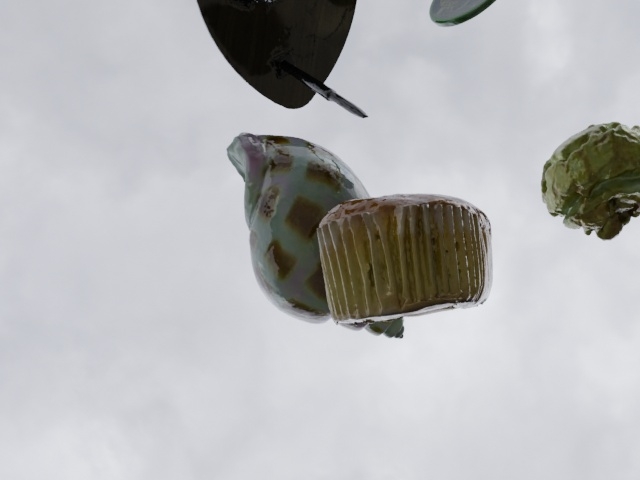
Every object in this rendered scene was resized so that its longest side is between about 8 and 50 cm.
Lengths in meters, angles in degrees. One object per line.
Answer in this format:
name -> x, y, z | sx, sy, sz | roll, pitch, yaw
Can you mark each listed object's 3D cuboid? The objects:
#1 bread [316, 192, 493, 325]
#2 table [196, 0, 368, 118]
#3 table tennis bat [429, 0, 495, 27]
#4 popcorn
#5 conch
bread -> 0.110, 0.019, 1.126 | 0.288, 0.204, 0.156 | 11, -109, -67
table -> -0.024, -0.365, 1.472 | 0.317, 0.249, 0.318 | -10, -68, -26
table tennis bat -> 0.266, -0.458, 1.564 | 0.039, 0.160, 0.257 | 48, -139, -30
popcorn -> 0.512, -0.115, 1.651 | 0.204, 0.221, 0.184 | 18, -137, -39
conch -> -0.001, -0.001, 1.355 | 0.197, 0.249, 0.368 | -11, -62, 17
